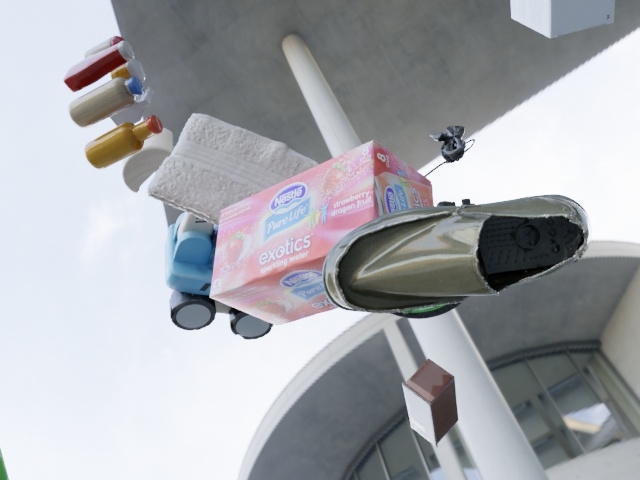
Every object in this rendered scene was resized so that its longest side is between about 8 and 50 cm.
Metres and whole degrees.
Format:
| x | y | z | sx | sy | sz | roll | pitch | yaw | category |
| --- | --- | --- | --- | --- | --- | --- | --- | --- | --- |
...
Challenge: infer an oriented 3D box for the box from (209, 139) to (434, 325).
| x | y | z | sx | sy | sz | roll | pitch | yaw | category |
| --- | --- | --- | --- | --- | --- | --- | --- | --- | --- |
| 0.000 | 0.000 | 1.014 | 0.300 | 0.154 | 0.142 | -20 | -35 | 37 | box |

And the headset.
| x | y | z | sx | sy | sz | roll | pitch | yaw | category |
| --- | --- | --- | --- | --- | --- | --- | --- | --- | --- |
| 0.194 | -0.019 | 1.316 | 0.244 | 0.185 | 0.394 | 14 | -64 | 1 | headset |

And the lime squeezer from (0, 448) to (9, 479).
| x | y | z | sx | sy | sz | roll | pitch | yaw | category |
| --- | --- | --- | --- | --- | --- | --- | --- | --- | --- |
| -0.204 | 0.062 | 0.342 | 0.059 | 0.110 | 0.310 | -22 | -63 | 19 | lime squeezer |

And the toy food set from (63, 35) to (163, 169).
| x | y | z | sx | sy | sz | roll | pitch | yaw | category |
| --- | --- | --- | --- | --- | --- | --- | --- | --- | --- |
| -0.262 | -0.208 | 0.969 | 0.105 | 0.232 | 0.111 | -22 | -54 | 17 | toy food set |

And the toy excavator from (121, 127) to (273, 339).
| x | y | z | sx | sy | sz | roll | pitch | yaw | category |
| --- | --- | --- | --- | --- | --- | --- | --- | --- | --- |
| -0.254 | -0.023 | 1.624 | 0.433 | 0.222 | 0.445 | 11 | -53 | -20 | toy excavator |

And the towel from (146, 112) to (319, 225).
| x | y | z | sx | sy | sz | roll | pitch | yaw | category |
| --- | --- | --- | --- | --- | --- | --- | --- | --- | --- |
| -0.144 | -0.105 | 1.271 | 0.282 | 0.187 | 0.049 | 22 | -25 | 8 | towel |

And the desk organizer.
| x | y | z | sx | sy | sz | roll | pitch | yaw | category |
| --- | --- | --- | --- | --- | --- | --- | --- | --- | --- |
| 0.147 | 0.215 | 0.951 | 0.050 | 0.047 | 0.130 | -42 | -36 | -21 | desk organizer |

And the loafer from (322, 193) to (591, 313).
| x | y | z | sx | sy | sz | roll | pitch | yaw | category |
| --- | --- | --- | --- | --- | --- | --- | --- | --- | --- |
| 0.122 | 0.008 | 0.647 | 0.251 | 0.087 | 0.094 | -16 | -89 | 5 | loafer |

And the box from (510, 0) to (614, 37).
| x | y | z | sx | sy | sz | roll | pitch | yaw | category |
| --- | --- | --- | --- | --- | --- | --- | --- | --- | --- |
| 0.454 | -0.461 | 1.366 | 0.130 | 0.170 | 0.091 | -15 | -59 | -6 | box |
